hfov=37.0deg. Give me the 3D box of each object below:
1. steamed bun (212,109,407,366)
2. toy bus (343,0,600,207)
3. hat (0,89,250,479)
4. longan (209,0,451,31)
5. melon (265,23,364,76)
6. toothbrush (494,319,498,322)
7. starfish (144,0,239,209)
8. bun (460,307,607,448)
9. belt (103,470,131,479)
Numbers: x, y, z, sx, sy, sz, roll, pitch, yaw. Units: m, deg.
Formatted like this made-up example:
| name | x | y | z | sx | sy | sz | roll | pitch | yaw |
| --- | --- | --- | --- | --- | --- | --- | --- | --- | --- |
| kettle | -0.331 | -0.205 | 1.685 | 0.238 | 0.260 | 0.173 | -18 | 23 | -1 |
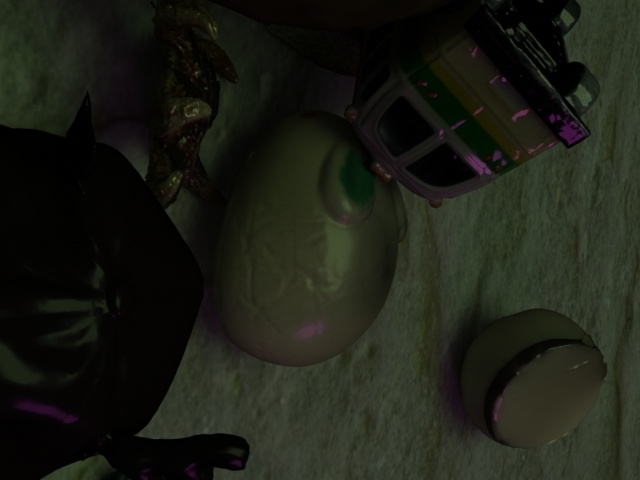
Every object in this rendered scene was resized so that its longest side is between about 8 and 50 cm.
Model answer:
| name | x | y | z | sx | sy | sz | roll | pitch | yaw |
| --- | --- | --- | --- | --- | --- | --- | --- | --- | --- |
| steamed bun | 0.000 | 0.000 | 0.842 | 0.177 | 0.131 | 0.228 | 29 | 72 | -63 |
| toy bus | 0.127 | -0.178 | 0.859 | 0.143 | 0.179 | 0.305 | 42 | 32 | -23 |
| hat | -0.135 | 0.034 | 0.603 | 0.336 | 0.209 | 0.238 | -14 | 100 | -72 |
| longan | -0.003 | -0.337 | 0.646 | 0.391 | 0.391 | 0.391 | -3 | 94 | -47 |
| melon | 0.023 | -0.211 | 0.948 | 0.182 | 0.054 | 0.098 | 36 | 51 | -43 |
| toothbrush | 0.301 | 0.141 | 1.274 | 0.263 | 0.022 | 0.026 | 29 | 59 | -44 |
| starfish | -0.102 | -0.102 | 0.742 | 0.238 | 0.071 | 0.216 | -76 | 178 | -55 |
| bun | 0.241 | 0.156 | 1.135 | 0.173 | 0.120 | 0.173 | -10 | 121 | -18 |
| belt | -0.179 | 0.267 | 0.734 | 0.065 | 0.100 | 0.179 | 48 | 43 | -36 |
